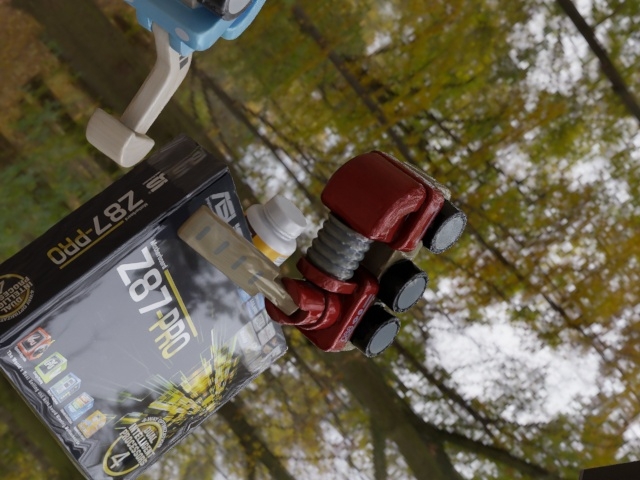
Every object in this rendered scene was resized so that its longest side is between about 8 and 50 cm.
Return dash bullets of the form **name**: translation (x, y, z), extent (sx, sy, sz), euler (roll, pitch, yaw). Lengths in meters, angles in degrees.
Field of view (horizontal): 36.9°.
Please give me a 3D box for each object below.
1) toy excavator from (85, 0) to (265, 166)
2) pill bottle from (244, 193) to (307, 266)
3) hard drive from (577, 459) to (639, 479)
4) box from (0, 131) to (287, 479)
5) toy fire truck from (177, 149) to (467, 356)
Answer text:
- **toy excavator**: translation (-0.213, -0.356, 1.531), extent (0.433, 0.222, 0.445), euler (-52, 172, -20)
- **pill bottle**: translation (-0.127, 0.015, 1.780), extent (0.215, 0.117, 0.117), euler (-43, -168, 18)
- **hard drive**: translation (0.423, 0.384, 1.277), extent (0.172, 0.054, 0.254), euler (-14, -159, 16)
- **box**: translation (-0.214, 0.108, 1.155), extent (0.318, 0.395, 0.097), euler (-40, -124, -21)
- **toy fire truck**: translation (0.000, 0.000, 1.009), extent (0.246, 0.158, 0.217), euler (9, 116, -56)
